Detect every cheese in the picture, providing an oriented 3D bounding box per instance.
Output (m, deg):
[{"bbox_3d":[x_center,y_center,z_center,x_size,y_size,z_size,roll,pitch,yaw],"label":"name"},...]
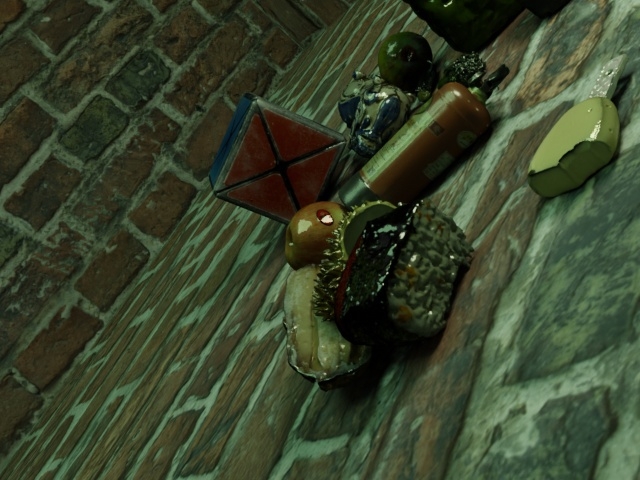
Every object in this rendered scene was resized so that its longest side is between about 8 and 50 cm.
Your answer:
[{"bbox_3d":[0.372,-0.171,1.146,0.127,0.050,0.255,-23,30,58],"label":"cheese"}]

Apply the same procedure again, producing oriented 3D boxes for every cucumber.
[{"bbox_3d":[0.257,-0.382,1.984,0.163,0.043,0.038,-63,-22,-48],"label":"cucumber"}]

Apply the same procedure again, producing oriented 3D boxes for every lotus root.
[{"bbox_3d":[0.028,0.134,1.292,0.167,0.078,0.329,-14,27,9],"label":"lotus root"}]

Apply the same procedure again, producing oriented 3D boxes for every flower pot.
[{"bbox_3d":[0.448,-0.520,1.661,0.157,0.107,0.157,-48,14,16],"label":"flower pot"}]

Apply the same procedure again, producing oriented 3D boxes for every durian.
[{"bbox_3d":[0.073,0.027,1.279,0.252,0.139,0.144,-43,-32,-49],"label":"durian"}]

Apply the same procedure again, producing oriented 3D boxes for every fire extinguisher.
[{"bbox_3d":[0.199,-0.190,1.540,0.376,0.113,0.200,-44,16,17],"label":"fire extinguisher"}]

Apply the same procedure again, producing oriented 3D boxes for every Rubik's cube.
[{"bbox_3d":[-0.109,-0.200,2.045,0.259,0.255,0.260,-64,16,11],"label":"Rubik's cube"}]

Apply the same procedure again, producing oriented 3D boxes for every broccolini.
[{"bbox_3d":[0.281,-0.354,1.798,0.203,0.068,0.091,-2,68,70],"label":"broccolini"}]

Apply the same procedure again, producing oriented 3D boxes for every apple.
[{"bbox_3d":[0.000,0.000,1.564,0.131,0.146,0.146,-9,3,-20],"label":"apple"}]

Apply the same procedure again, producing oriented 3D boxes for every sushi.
[{"bbox_3d":[0.112,0.048,1.161,0.126,0.136,0.225,-20,32,52],"label":"sushi"}]

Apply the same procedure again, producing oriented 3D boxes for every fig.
[{"bbox_3d":[0.209,-0.437,2.150,0.149,0.149,0.245,-52,-3,-10],"label":"fig"}]

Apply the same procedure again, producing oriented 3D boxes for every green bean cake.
[{"bbox_3d":[0.330,-0.618,1.834,0.335,0.319,0.218,-48,18,17],"label":"green bean cake"}]

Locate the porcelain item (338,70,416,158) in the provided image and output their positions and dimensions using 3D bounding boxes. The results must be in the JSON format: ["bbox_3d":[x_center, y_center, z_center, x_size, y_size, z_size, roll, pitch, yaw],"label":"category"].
[{"bbox_3d":[0.123,-0.299,2.011,0.186,0.138,0.288,-64,18,9],"label":"porcelain item"}]
